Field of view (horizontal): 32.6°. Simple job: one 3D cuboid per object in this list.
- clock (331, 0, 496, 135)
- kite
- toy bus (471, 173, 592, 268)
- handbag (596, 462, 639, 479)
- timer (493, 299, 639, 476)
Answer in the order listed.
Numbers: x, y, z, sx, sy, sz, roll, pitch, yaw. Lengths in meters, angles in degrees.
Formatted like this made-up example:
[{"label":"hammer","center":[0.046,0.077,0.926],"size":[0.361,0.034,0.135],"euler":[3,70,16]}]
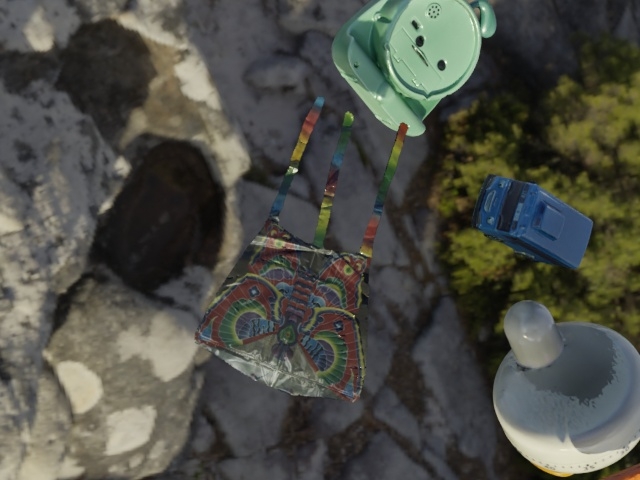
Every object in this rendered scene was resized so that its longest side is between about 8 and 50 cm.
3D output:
[{"label":"clock","center":[0.114,-0.226,1.239],"size":[0.188,0.060,0.148],"euler":[-47,118,-3]},{"label":"kite","center":[0.000,0.000,0.978],"size":[0.152,0.015,0.285],"euler":[23,68,-10]},{"label":"toy bus","center":[0.311,-0.026,1.599],"size":[0.185,0.106,0.090],"euler":[23,84,-46]},{"label":"handbag","center":[0.312,0.367,1.266],"size":[0.410,0.303,0.116],"euler":[-12,58,-28]},{"label":"timer","center":[0.366,0.217,1.624],"size":[0.240,0.234,0.233],"euler":[59,40,-43]}]
